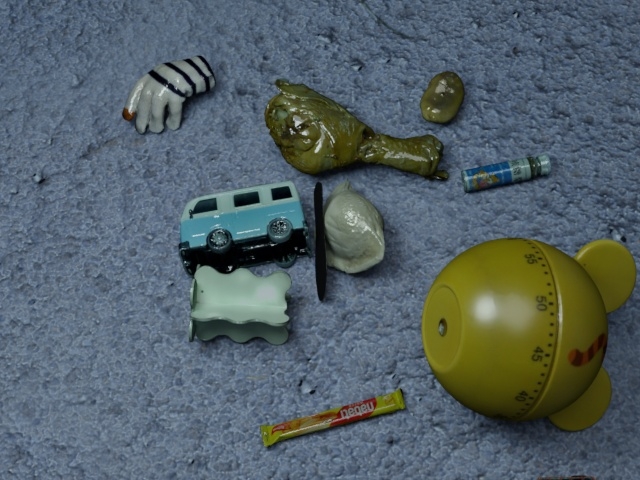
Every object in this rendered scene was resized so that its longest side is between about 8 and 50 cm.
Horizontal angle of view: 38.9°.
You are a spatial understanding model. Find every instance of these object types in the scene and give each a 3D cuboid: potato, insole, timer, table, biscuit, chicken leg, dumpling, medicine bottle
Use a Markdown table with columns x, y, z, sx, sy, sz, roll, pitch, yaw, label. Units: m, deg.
| x | y | z | sx | sy | sz | roll | pitch | yaw | label |
| --- | --- | --- | --- | --- | --- | --- | --- | --- | --- |
| 0.276 | -0.320 | 2.059 | 0.092 | 0.070 | 0.138 | 24 | 70 | 10 | potato |
| 0.000 | 0.000 | 1.903 | 0.005 | 0.086 | 0.253 | 1 | 80 | -17 | insole |
| 0.394 | 0.169 | 1.689 | 0.387 | 0.376 | 0.376 | 6 | 63 | -17 | timer |
| -0.159 | 0.132 | 1.842 | 0.198 | 0.166 | 0.166 | 4 | 65 | -2 | table |
| 0.026 | 0.350 | 1.786 | 0.292 | 0.026 | 0.048 | -15 | 45 | -2 | biscuit |
| 0.081 | -0.220 | 1.994 | 0.429 | 0.152 | 0.201 | 14 | 58 | 3 | chicken leg |
| 0.058 | -0.017 | 1.912 | 0.216 | 0.126 | 0.166 | 46 | 114 | 18 | dumpling |
| 0.403 | -0.147 | 1.976 | 0.191 | 0.051 | 0.051 | -13 | 64 | -1 | medicine bottle |

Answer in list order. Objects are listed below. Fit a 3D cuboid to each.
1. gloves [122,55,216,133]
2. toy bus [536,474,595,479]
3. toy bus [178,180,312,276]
| x | y | z | sx | sy | sz | roll | pitch | yaw | label |
| --- | --- | --- | --- | --- | --- | --- | --- | --- | --- |
| -0.360 | -0.344 | 2.099 | 0.219 | 0.131 | 0.140 | -26 | 62 | -17 | gloves |
| 0.460 | 0.461 | 1.690 | 0.110 | 0.031 | 0.043 | -2 | 58 | 4 | toy bus |
| -0.166 | -0.028 | 1.927 | 0.271 | 0.133 | 0.164 | -10 | 59 | -3 | toy bus |
